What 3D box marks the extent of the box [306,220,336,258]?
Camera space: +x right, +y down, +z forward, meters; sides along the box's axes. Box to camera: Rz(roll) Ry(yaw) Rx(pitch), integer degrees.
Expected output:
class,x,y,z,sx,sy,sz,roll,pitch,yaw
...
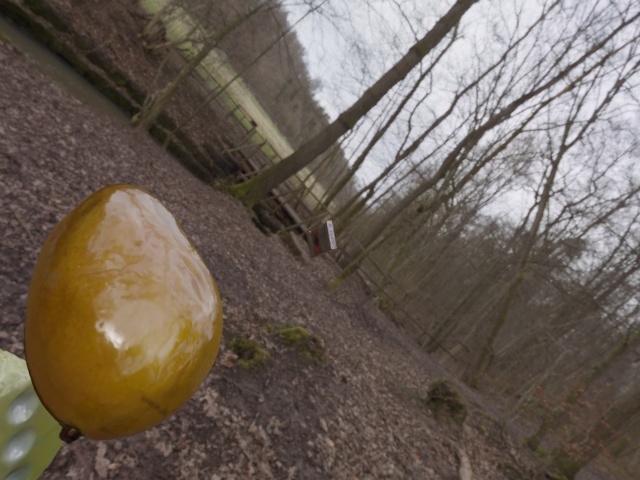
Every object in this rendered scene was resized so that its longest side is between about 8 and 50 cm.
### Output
class,x,y,z,sx,sy,sz,roll,pitch,yaw
box,0.000,0.000,0.682,0.083,0.012,0.046,-27,-108,62

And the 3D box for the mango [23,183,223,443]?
class,x,y,z,sx,sy,sz,roll,pitch,yaw
mango,-0.161,0.046,0.357,0.109,0.147,0.228,119,-36,-51

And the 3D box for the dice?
class,x,y,z,sx,sy,sz,roll,pitch,yaw
dice,-0.440,0.226,0.519,0.169,0.169,0.166,15,-36,19
